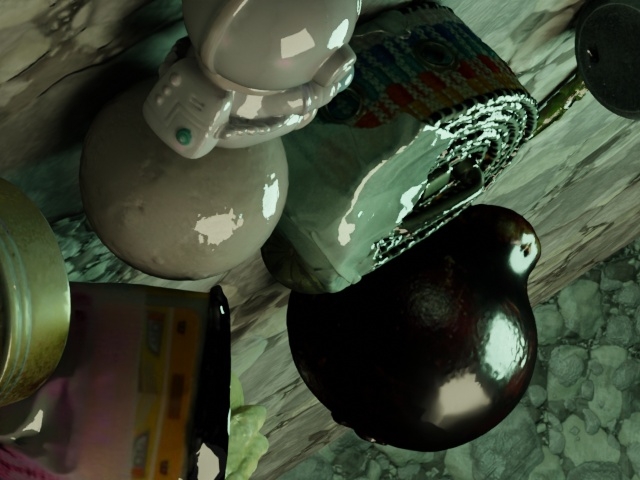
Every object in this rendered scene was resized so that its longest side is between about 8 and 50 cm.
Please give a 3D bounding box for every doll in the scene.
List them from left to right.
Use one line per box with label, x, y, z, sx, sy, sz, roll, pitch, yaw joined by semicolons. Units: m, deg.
doll;-0.062;-0.092;0.893;0.151;0.151;0.287;-24;158;-38

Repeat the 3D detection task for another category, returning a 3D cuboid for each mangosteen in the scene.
mangosteen;0.123;0.091;1.609;0.313;0.297;0.297;-33;166;6

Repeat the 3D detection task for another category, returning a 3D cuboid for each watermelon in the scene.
watermelon;0.000;0.000;1.396;0.105;0.105;0.133;-41;165;22

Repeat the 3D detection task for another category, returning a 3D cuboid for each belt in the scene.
belt;0.055;-0.081;1.169;0.257;0.150;0.207;-28;156;-32

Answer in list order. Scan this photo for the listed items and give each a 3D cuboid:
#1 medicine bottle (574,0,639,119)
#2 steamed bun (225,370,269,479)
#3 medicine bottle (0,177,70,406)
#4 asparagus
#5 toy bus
medicine bottle;0.413;-0.234;1.510;0.293;0.141;0.141;-24;162;-35
steamed bun;-0.169;0.392;1.758;0.247;0.189;0.428;-58;180;42
medicine bottle;-0.303;0.054;0.771;0.151;0.151;0.322;-44;163;32
asparagus;0.298;-0.176;1.665;0.036;0.030;0.165;15;135;-36
toy bus;-0.167;0.131;1.078;0.162;0.171;0.386;4;169;-10
